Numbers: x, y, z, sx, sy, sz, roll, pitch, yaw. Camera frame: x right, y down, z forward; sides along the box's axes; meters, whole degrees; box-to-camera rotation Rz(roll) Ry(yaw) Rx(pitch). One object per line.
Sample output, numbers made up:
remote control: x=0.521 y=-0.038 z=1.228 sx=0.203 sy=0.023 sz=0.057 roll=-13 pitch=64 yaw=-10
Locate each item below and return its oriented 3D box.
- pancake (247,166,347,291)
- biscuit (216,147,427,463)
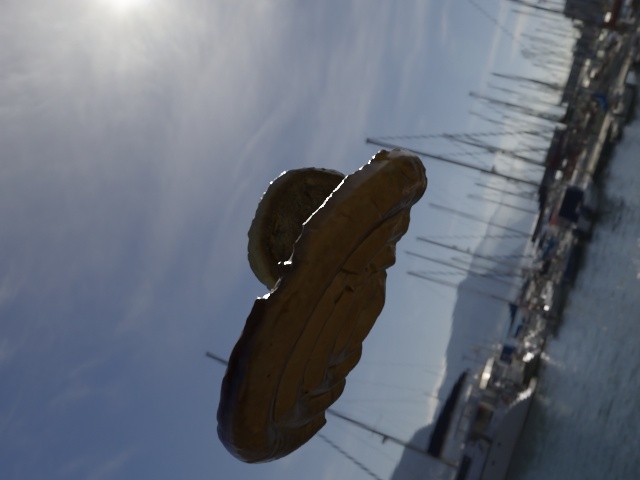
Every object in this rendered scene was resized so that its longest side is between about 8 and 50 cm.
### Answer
pancake: x=0.000 y=0.000 z=0.791 sx=0.028 sy=0.158 sz=0.158 roll=-30 pitch=33 yaw=62
biscuit: x=-0.003 y=0.053 z=0.468 sx=0.144 sy=0.033 sz=0.224 roll=-19 pitch=-46 yaw=-60
